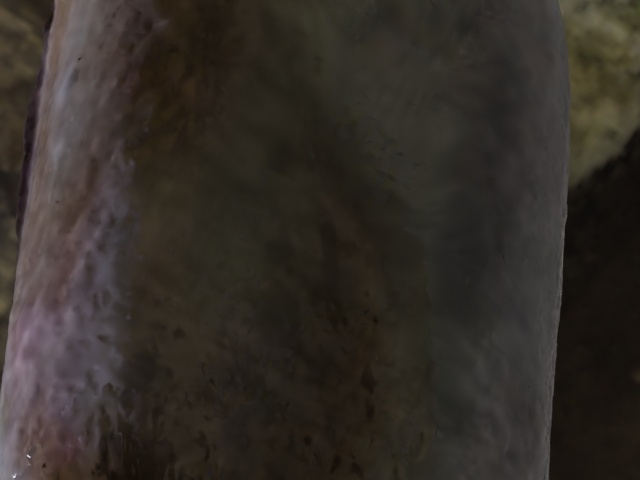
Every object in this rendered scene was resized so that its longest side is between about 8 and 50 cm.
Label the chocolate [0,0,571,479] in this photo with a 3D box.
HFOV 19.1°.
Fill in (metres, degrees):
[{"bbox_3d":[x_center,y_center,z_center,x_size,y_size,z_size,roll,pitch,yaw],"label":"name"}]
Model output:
[{"bbox_3d":[0.000,0.000,0.597,0.100,0.185,0.303,133,142,-65],"label":"chocolate"}]
